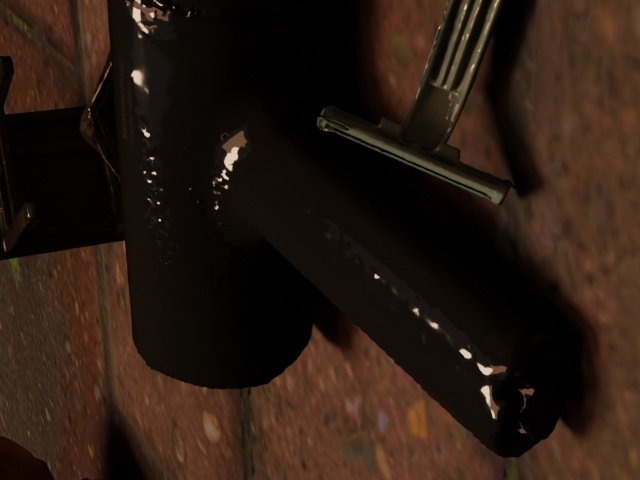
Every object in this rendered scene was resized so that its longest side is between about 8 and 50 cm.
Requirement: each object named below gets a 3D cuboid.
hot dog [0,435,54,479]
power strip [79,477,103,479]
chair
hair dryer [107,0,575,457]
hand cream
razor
[{"bbox_3d":[-0.221,0.318,0.905,0.405,0.223,0.185,55,147,40],"label":"hot dog"},{"bbox_3d":[-0.106,0.253,0.951,0.253,0.054,0.167,13,116,65],"label":"power strip"},{"bbox_3d":[-0.170,-0.038,0.915,0.212,0.084,0.101,145,114,-65],"label":"chair"},{"bbox_3d":[0.000,0.000,0.556,0.251,0.089,0.197,41,138,44],"label":"hair dryer"},{"bbox_3d":[-0.081,-0.106,0.663,0.062,0.039,0.163,75,-166,-61],"label":"hand cream"},{"bbox_3d":[0.053,-0.095,0.434,0.068,0.037,0.191,23,133,7],"label":"razor"}]
